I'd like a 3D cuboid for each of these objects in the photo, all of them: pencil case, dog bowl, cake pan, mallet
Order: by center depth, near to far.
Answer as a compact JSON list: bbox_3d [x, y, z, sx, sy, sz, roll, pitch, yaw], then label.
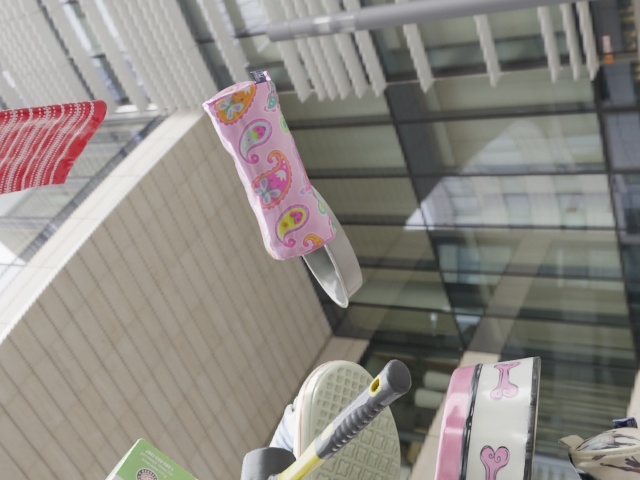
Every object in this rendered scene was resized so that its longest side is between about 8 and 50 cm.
[{"bbox_3d":[-0.001,0.130,0.456,0.039,0.190,0.062,15,-126,-20],"label":"mallet"},{"bbox_3d":[-0.074,-0.112,1.240,0.124,0.124,0.284,-33,-77,-51],"label":"pencil case"},{"bbox_3d":[0.517,0.502,1.283,0.159,0.183,0.411,-13,-91,-26],"label":"pencil case"},{"bbox_3d":[0.289,0.396,1.389,0.408,0.150,0.408,5,-90,-74],"label":"dog bowl"},{"bbox_3d":[0.000,0.000,1.666,0.054,0.293,0.293,-29,-57,-10],"label":"cake pan"}]

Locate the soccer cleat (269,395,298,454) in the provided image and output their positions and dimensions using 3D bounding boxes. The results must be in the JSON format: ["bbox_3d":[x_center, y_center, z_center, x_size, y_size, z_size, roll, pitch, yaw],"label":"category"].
[{"bbox_3d":[-0.036,0.396,1.627,0.115,0.331,0.143,7,-118,-15],"label":"soccer cleat"}]

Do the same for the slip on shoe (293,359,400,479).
[{"bbox_3d":[0.011,0.267,0.776,0.123,0.101,0.332,-21,-64,-37],"label":"slip on shoe"}]

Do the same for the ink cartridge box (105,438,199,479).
[{"bbox_3d":[-0.288,0.493,1.138,0.207,0.119,0.353,38,-132,-5],"label":"ink cartridge box"}]

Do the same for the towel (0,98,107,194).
[{"bbox_3d":[-0.462,-0.130,1.220,0.031,0.199,0.275,50,-148,10],"label":"towel"}]
